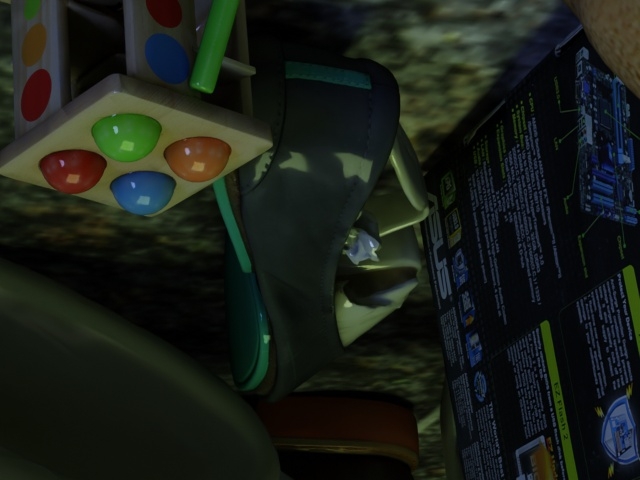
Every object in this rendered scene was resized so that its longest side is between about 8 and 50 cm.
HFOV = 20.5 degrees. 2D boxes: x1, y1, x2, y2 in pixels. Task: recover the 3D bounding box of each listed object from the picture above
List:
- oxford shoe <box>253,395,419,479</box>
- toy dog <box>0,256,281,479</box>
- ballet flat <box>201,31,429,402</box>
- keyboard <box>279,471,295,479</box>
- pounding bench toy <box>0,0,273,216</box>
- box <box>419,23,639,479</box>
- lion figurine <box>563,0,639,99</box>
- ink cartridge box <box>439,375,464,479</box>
[{"bbox_3d":[-0.084,0.130,0.805,0.271,0.098,0.097,-3,156,-6],"label":"oxford shoe"},{"bbox_3d":[-0.125,0.244,0.718,0.395,0.285,0.408,16,140,-24],"label":"toy dog"},{"bbox_3d":[0.000,0.000,0.568,0.074,0.074,0.203,-4,154,-2],"label":"ballet flat"},{"bbox_3d":[-0.007,0.119,0.719,0.256,0.014,0.072,32,154,10],"label":"keyboard"},{"bbox_3d":[-0.039,-0.049,0.447,0.052,0.065,0.083,16,148,-40],"label":"pounding bench toy"},{"bbox_3d":[0.092,0.037,0.501,0.045,0.191,0.184,-1,160,-23],"label":"box"},{"bbox_3d":[0.162,-0.035,0.345,0.392,0.142,0.240,33,135,-14],"label":"lion figurine"},{"bbox_3d":[0.213,0.092,0.746,0.307,0.129,0.223,-5,156,-1],"label":"ink cartridge box"}]
